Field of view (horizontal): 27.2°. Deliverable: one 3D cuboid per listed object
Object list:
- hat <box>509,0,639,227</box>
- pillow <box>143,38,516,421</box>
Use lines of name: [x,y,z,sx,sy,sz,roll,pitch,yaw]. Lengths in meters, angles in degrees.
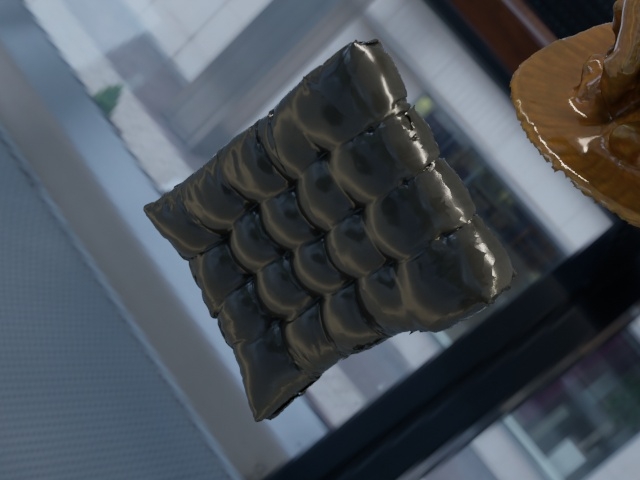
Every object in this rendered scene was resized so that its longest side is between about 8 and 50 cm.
hat: [0.243,-0.135,0.600,0.244,0.233,0.233,24,40,10]
pillow: [0.000,0.000,1.096,0.101,0.326,0.228,-32,90,-44]
